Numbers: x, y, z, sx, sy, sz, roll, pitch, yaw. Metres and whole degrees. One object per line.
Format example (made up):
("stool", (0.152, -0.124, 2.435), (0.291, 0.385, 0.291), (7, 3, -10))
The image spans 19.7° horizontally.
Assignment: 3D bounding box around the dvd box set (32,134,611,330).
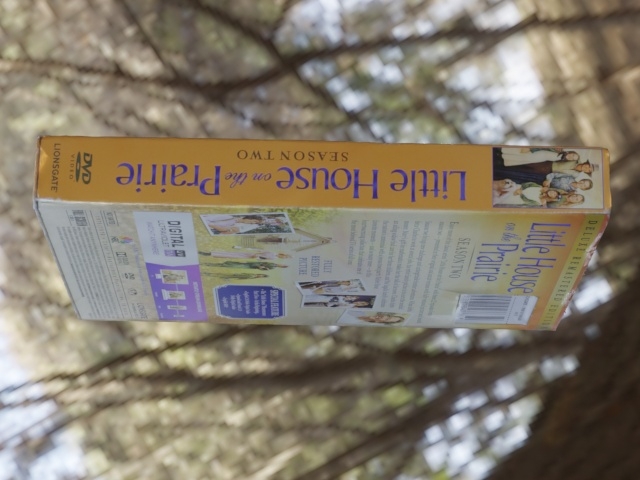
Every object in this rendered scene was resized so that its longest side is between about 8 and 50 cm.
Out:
("dvd box set", (0.000, 0.000, 1.464), (0.307, 0.420, 0.062), (90, -179, -72))
